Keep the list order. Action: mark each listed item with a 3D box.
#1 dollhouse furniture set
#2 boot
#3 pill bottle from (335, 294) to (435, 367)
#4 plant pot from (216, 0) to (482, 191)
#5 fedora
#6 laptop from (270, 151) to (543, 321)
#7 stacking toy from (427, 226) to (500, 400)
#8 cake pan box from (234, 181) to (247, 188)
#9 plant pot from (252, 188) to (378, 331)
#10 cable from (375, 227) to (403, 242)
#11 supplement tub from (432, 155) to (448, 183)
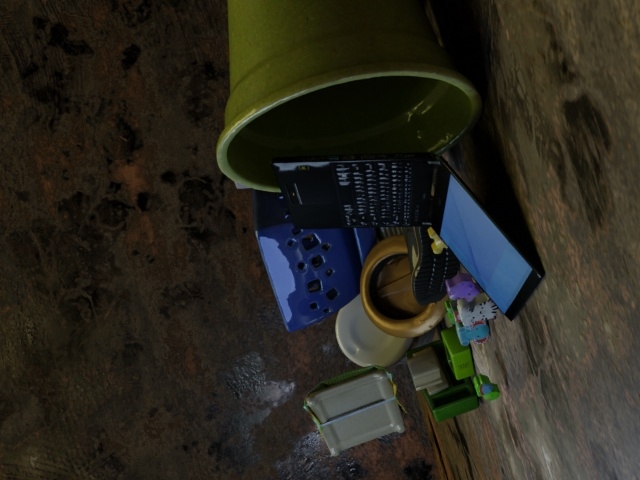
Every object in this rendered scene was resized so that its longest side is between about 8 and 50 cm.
[{"bbox_3d":[0.117,0.243,1.564,0.151,0.301,0.197,-110,0,-46],"label":"dollhouse furniture set"},{"bbox_3d":[0.154,-0.010,1.348,0.137,0.077,0.198,-123,26,-48],"label":"boot"},{"bbox_3d":[0.148,0.183,1.810,0.283,0.160,0.160,15,-122,-70],"label":"pill bottle"},{"bbox_3d":[0.008,-0.220,0.913,0.276,0.276,0.254,74,-175,-73],"label":"plant pot"},{"bbox_3d":[0.161,0.079,1.512,0.079,0.194,0.194,0,-110,-52],"label":"fedora"},{"bbox_3d":[0.089,0.005,0.948,0.234,0.264,0.137,75,-166,-73],"label":"laptop"},{"bbox_3d":[0.209,0.097,1.199,0.167,0.052,0.221,-103,-4,-50],"label":"stacking toy"},{"bbox_3d":[-0.024,-0.196,1.640,0.246,0.267,0.070,-68,-31,-53],"label":"cake pan box"},{"bbox_3d":[0.000,0.000,1.639,0.236,0.212,0.236,-99,-5,-61],"label":"plant pot"},{"bbox_3d":[0.142,-0.058,1.657,0.257,0.089,0.257,-106,0,-56],"label":"cable"},{"bbox_3d":[0.082,-0.163,1.100,0.144,0.144,0.200,-105,-1,-82],"label":"supplement tub"}]
